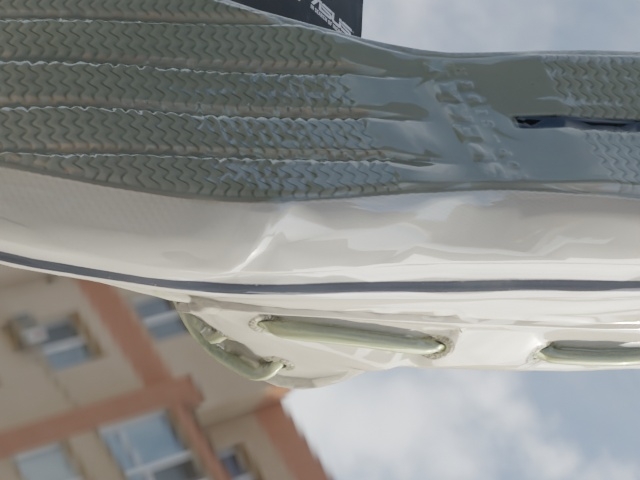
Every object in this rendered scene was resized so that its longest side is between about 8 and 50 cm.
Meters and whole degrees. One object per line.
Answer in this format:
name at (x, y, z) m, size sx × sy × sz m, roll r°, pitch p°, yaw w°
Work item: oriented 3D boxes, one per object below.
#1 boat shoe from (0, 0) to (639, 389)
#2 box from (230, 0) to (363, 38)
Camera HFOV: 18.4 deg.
boat shoe at (0.000, 0.000, 0.426) m, size 0.083 × 0.226 × 0.075 m, roll -101°, pitch -158°, yaw -49°
box at (-0.096, -0.084, 0.850) m, size 0.180 × 0.147 × 0.077 m, roll -27°, pitch -139°, yaw 33°
